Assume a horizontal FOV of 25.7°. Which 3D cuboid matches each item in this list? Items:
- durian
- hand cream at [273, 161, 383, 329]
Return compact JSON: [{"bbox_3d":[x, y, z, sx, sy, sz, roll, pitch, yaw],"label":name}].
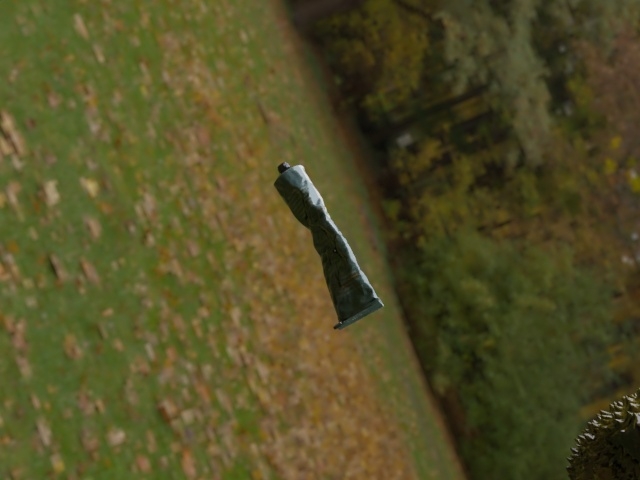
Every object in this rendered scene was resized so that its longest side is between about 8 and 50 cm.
[{"bbox_3d":[0.381,0.251,1.611,0.193,0.237,0.138,44,-9,29],"label":"durian"},{"bbox_3d":[-0.001,0.000,1.940,0.075,0.052,0.248,-42,-112,48],"label":"hand cream"}]
